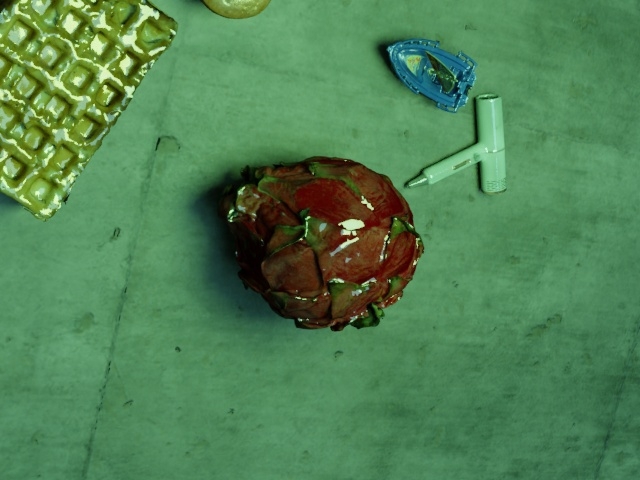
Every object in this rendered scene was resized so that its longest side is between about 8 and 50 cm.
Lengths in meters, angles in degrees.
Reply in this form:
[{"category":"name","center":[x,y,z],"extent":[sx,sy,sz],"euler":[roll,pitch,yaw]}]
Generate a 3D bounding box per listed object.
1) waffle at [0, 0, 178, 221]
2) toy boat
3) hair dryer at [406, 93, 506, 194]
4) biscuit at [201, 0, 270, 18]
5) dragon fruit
[{"category":"waffle","center":[-0.335,-0.205,1.564],"extent":[0.213,0.091,0.308],"euler":[37,85,-35]},{"category":"toy boat","center":[0.169,-0.245,1.848],"extent":[0.175,0.110,0.091],"euler":[22,93,-33]},{"category":"hair dryer","center":[0.203,-0.133,1.947],"extent":[0.183,0.044,0.155],"euler":[-14,110,-24]},{"category":"biscuit","center":[-0.163,-0.410,1.583],"extent":[0.205,0.049,0.324],"euler":[-40,119,-8]},{"category":"dragon fruit","center":[0.000,0.000,1.744],"extent":[0.299,0.244,0.244],"euler":[23,92,-25]}]
